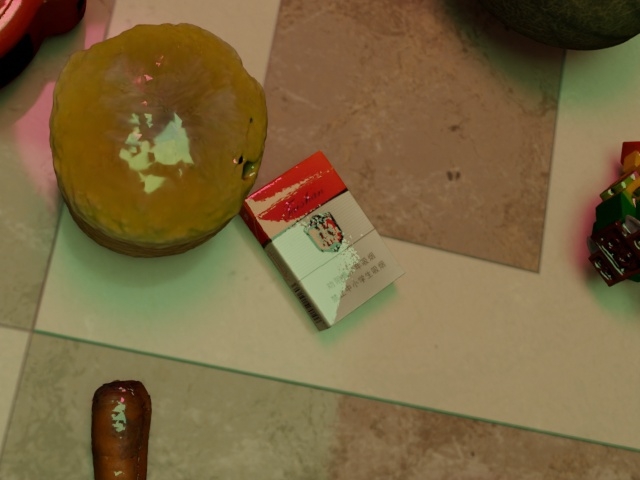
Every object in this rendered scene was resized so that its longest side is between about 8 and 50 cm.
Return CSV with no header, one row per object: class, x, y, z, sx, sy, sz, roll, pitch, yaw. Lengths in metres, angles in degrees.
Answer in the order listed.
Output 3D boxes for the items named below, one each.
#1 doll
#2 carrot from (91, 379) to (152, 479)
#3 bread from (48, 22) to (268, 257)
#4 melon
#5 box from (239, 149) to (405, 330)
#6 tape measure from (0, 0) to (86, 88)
doll,0.360,-0.022,0.978,0.134,0.106,0.186,29,57,-13
carrot,-0.178,0.206,0.818,0.055,0.055,0.162,0,86,-15
bread,-0.146,-0.082,0.820,0.197,0.170,0.197,4,76,-14
melon,0.248,-0.337,0.944,0.237,0.237,0.302,-43,96,-19
box,0.000,0.000,0.910,0.100,0.048,0.152,-34,87,-21
tape measure,-0.361,-0.250,0.830,0.260,0.114,0.253,-42,92,-15
